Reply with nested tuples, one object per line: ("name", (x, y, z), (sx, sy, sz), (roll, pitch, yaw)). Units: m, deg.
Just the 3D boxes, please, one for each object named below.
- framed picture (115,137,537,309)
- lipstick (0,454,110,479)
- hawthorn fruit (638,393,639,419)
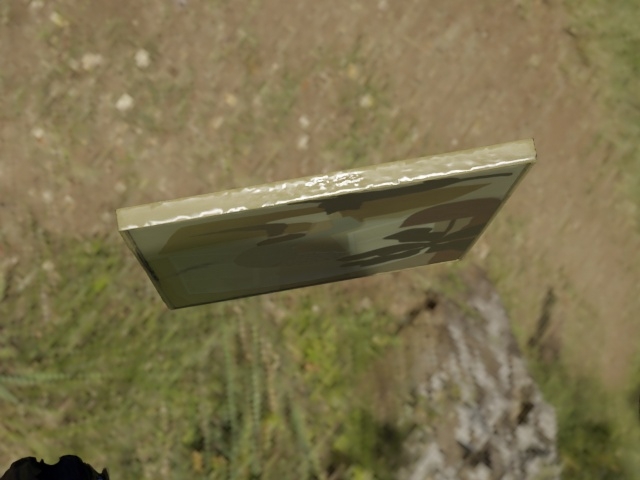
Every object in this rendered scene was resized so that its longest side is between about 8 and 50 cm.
("framed picture", (0.000, 0.000, 0.551), (0.136, 0.010, 0.201), (-11, 170, -3))
("lipstick", (-0.082, 0.280, 0.555), (0.077, 0.418, 0.077), (-11, 149, -7))
("hawthorn fruit", (0.335, 0.111, 1.009), (0.181, 0.181, 0.235), (-31, 166, -44))
